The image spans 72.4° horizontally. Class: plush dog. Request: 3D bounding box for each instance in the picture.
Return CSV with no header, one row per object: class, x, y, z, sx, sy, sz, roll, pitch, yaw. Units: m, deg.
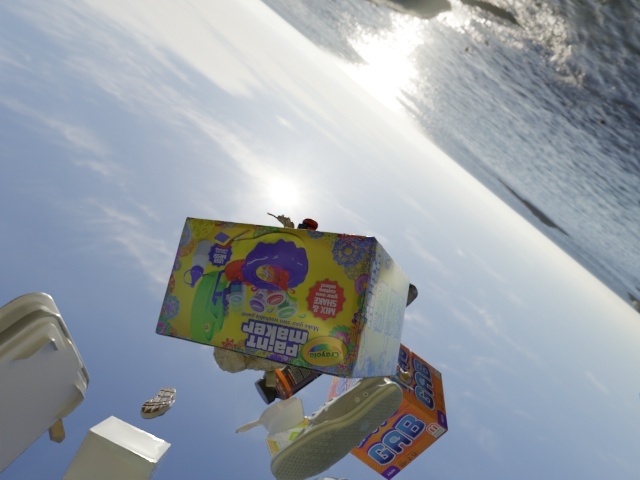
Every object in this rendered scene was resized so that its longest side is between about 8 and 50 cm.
plush dog,-0.122,0.204,1.078,0.210,0.226,0.262,19,-141,28

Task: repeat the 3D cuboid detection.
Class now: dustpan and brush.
dustpan and brush,-0.157,0.555,1.350,0.211,0.147,0.060,-24,-137,-22

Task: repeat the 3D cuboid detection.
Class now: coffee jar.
coffee jar,0.268,0.168,1.623,0.184,0.096,0.079,40,167,49

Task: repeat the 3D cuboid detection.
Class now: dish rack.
dish rack,-0.486,0.262,0.626,0.072,0.286,0.333,26,-134,16

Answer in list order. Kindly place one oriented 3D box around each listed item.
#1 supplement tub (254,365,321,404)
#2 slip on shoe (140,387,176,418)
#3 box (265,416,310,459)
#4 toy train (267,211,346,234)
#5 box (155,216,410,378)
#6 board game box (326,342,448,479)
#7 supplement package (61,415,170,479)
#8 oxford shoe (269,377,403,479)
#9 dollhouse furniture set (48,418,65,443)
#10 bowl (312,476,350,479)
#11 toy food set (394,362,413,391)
supplement tub,-0.080,0.365,1.204,0.197,0.106,0.106,-29,-118,-26
slip on shoe,-0.340,0.352,0.921,0.051,0.041,0.135,7,180,-5
box,-0.060,0.654,1.429,0.114,0.203,0.103,-52,-46,-58
toy train,0.000,0.000,1.021,0.143,0.105,0.248,5,159,37
box,-0.035,0.099,0.687,0.289,0.177,0.279,7,167,22
board game box,0.266,0.670,1.833,0.356,0.357,0.356,37,-159,-3
supplement package,-0.542,0.611,1.145,0.194,0.203,0.149,27,171,0
oxford shoe,0.043,0.538,1.287,0.449,0.169,0.130,-26,-144,-26
dollhouse furniture set,-0.560,0.384,0.954,0.081,0.091,0.114,9,-136,-53
bowl,0.034,0.447,0.713,0.170,0.080,0.170,36,-174,-4
toy food set,0.165,0.274,0.947,0.078,0.019,0.122,39,-177,-16
